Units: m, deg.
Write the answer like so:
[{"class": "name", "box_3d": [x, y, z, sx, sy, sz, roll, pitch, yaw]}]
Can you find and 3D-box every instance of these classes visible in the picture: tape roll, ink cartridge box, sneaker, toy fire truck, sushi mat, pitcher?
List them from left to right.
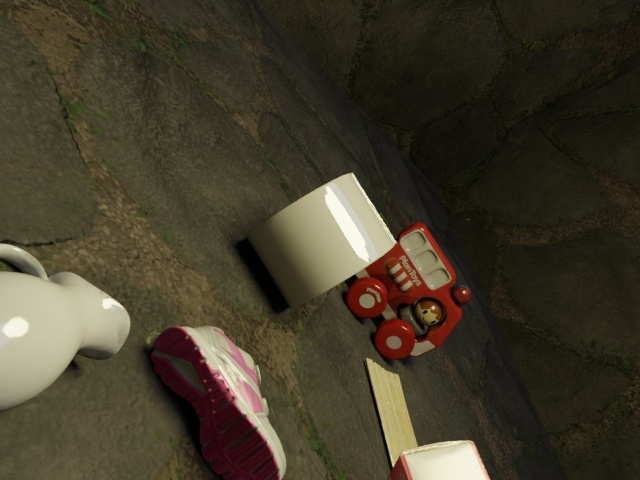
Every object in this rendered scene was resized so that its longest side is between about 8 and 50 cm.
[{"class": "pitcher", "box_3d": [-0.310, 0.072, 0.545, 0.178, 0.125, 0.207, 39, 10, 6]}, {"class": "sneaker", "box_3d": [-0.117, 0.215, 0.764, 0.252, 0.103, 0.111, 60, 24, 3]}, {"class": "tape roll", "box_3d": [0.000, 0.000, 1.105, 0.169, 0.246, 0.246, 58, 22, 1]}, {"class": "sushi mat", "box_3d": [0.173, 0.417, 1.227, 0.151, 0.019, 0.316, 35, 32, -43]}, {"class": "toy fire truck", "box_3d": [0.225, 0.136, 1.390, 0.302, 0.254, 0.169, 56, 22, -7]}, {"class": "ink cartridge box", "box_3d": [0.163, 0.447, 0.795, 0.282, 0.117, 0.207, 100, -22, -45]}]
